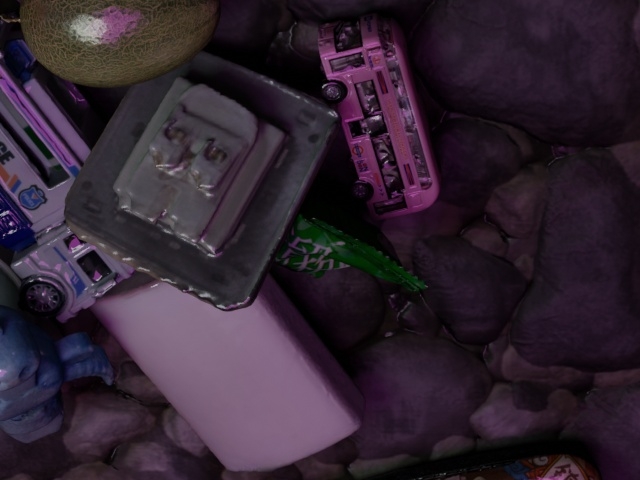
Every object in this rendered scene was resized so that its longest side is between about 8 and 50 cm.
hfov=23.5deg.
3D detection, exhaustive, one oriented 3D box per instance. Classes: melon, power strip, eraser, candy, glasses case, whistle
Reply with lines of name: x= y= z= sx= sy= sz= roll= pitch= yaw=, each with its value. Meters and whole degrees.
melon: x=-0.182 y=-0.201 z=1.333 sx=0.192 sy=0.139 sz=0.139 roll=-7 pitch=125 yaw=3
power strip: x=-0.110 y=-0.068 z=1.356 sx=0.198 sy=0.213 sz=0.064 roll=24 pitch=168 yaw=12
eraser: x=-0.095 y=0.113 z=1.580 sx=0.174 sy=0.095 sz=0.270 roll=-23 pitch=122 yaw=24
candy: x=0.000 y=-0.004 z=1.461 sx=0.141 sy=0.203 sz=0.078 roll=17 pitch=88 yaw=-30
glasses case: x=0.155 y=0.302 z=1.706 sx=0.321 sy=0.082 sz=0.122 roll=-14 pitch=122 yaw=13
whistle: x=-0.295 y=0.137 z=1.489 sx=0.180 sy=0.093 sz=0.269 roll=-27 pitch=154 yaw=-10

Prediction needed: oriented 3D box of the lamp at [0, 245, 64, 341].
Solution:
lamp: x=-0.363 y=0.085 z=1.570 sx=0.179 sy=0.108 sz=0.246 roll=-25 pitch=121 yaw=25

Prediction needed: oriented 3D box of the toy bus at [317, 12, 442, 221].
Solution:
toy bus: x=0.054 y=-0.113 z=1.430 sx=0.090 sy=0.063 sz=0.203 roll=-13 pitch=126 yaw=9

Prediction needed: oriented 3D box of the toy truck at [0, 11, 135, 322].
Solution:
toy truck: x=-0.267 y=-0.063 z=1.448 sx=0.155 sy=0.124 sz=0.268 roll=-28 pitch=118 yaw=16
